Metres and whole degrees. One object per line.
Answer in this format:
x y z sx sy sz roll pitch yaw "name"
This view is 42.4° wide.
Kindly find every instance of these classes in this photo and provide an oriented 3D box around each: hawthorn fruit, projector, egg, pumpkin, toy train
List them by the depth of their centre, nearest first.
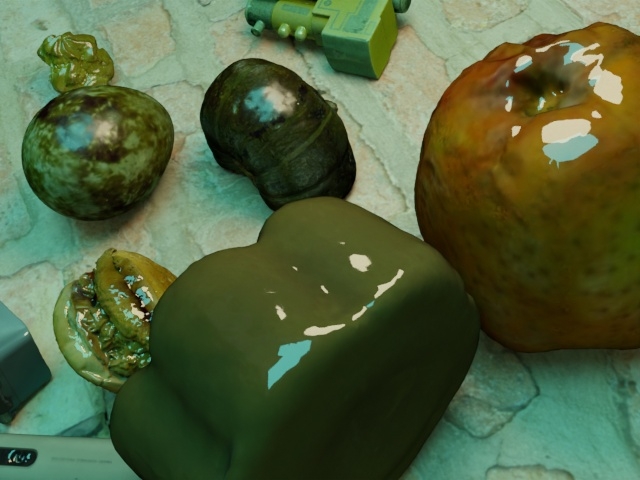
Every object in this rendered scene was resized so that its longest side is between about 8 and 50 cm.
0.349 -0.084 1.156 0.471 0.472 0.472 -6 54 8 "hawthorn fruit"
-0.385 0.339 1.212 0.337 0.108 0.108 0 55 12 "projector"
-0.073 -0.217 1.469 0.325 0.232 0.242 36 66 27 "pumpkin"
-0.394 -0.166 1.493 0.238 0.238 0.289 34 59 30 "egg"
-0.007 -0.479 1.696 0.368 0.150 0.237 17 66 24 "toy train"

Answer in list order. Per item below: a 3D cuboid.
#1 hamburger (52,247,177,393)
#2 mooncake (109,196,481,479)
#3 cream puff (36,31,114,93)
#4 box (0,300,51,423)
-0.283 0.131 1.274 0.163 0.244 0.244 -45 56 6 "hamburger"
-0.020 0.168 1.037 0.467 0.467 0.262 -41 58 -17 "mooncake"
-0.512 -0.372 1.729 0.121 0.156 0.156 -25 52 17 "cream puff"
-0.550 0.174 1.338 0.130 0.162 0.227 -37 55 -27 "box"
